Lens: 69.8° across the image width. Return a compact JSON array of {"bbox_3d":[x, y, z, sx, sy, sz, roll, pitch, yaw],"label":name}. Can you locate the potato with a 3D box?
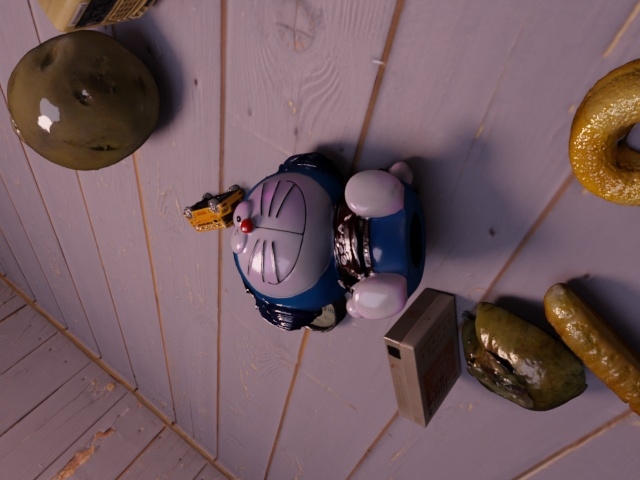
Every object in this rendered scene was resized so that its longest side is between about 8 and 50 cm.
[{"bbox_3d":[-0.464,-0.256,0.896,0.326,0.243,0.221,-14,89,41],"label":"potato"}]

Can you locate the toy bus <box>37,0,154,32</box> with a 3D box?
[{"bbox_3d":[-0.386,-0.504,0.642,0.177,0.202,0.365,-12,114,48],"label":"toy bus"}]

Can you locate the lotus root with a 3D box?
[{"bbox_3d":[0.286,0.192,0.700,0.203,0.078,0.183,26,146,49],"label":"lotus root"}]

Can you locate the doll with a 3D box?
[{"bbox_3d":[0.000,0.000,0.716,0.310,0.240,0.284,-1,82,27],"label":"doll"}]

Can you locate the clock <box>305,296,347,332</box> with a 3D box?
[{"bbox_3d":[-0.029,0.121,0.988,0.184,0.040,0.184,24,136,25],"label":"clock"}]

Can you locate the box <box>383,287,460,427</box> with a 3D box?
[{"bbox_3d":[0.181,0.202,0.792,0.058,0.141,0.201,16,131,39],"label":"box"}]

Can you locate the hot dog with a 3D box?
[{"bbox_3d":[0.403,0.173,0.609,0.286,0.088,0.061,46,105,5],"label":"hot dog"}]

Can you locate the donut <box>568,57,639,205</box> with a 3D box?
[{"bbox_3d":[0.327,-0.102,0.466,0.152,0.058,0.152,25,139,24],"label":"donut"}]

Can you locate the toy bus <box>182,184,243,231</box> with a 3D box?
[{"bbox_3d":[-0.222,-0.063,0.980,0.162,0.069,0.074,-7,119,46],"label":"toy bus"}]
